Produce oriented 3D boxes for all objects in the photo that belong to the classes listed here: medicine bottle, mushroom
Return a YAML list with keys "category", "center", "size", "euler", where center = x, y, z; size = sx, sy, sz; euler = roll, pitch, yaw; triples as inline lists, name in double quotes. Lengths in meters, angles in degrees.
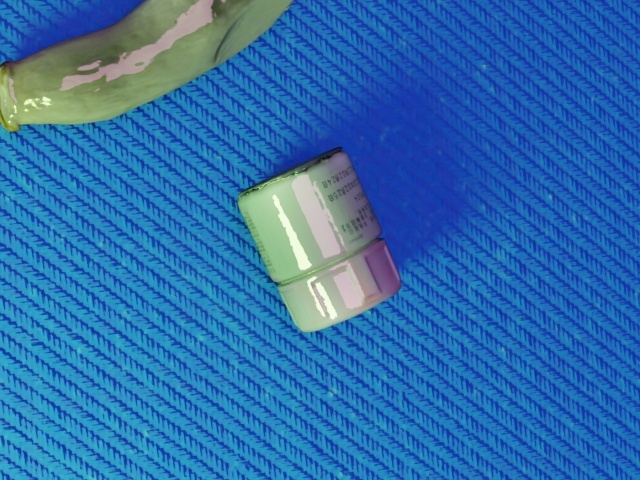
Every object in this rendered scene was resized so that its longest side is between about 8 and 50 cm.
- category: "medicine bottle"
  center: [0.000, 0.000, 1.782]
  size: [0.135, 0.135, 0.168]
  euler: [-25, 93, -14]
- category: "mushroom"
  center: [-0.182, -0.208, 1.766]
  size: [0.351, 0.097, 0.109]
  euler: [-29, 97, -11]
